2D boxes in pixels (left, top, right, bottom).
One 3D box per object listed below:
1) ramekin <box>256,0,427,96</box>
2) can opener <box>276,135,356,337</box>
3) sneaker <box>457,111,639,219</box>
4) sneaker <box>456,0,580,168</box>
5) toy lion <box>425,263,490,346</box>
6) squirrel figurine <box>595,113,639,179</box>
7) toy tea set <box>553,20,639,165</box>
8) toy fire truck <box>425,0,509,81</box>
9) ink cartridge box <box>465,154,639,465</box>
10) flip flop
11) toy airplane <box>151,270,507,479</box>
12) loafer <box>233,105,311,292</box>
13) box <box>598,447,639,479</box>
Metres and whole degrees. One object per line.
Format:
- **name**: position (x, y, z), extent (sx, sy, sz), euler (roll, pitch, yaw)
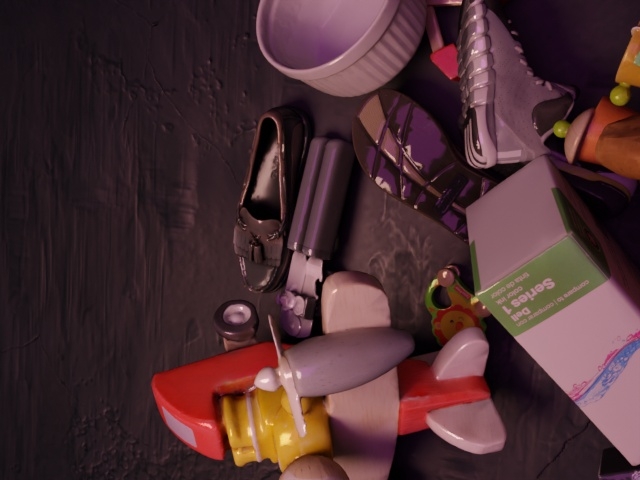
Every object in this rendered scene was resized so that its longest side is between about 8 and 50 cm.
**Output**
- **ramekin**: position (0.033, -0.277, 1.009), extent (0.207, 0.109, 0.207), euler (-14, 65, 32)
- **can opener**: position (0.000, 0.000, 1.113), extent (0.074, 0.093, 0.280), euler (18, 101, 52)
- **sneaker**: position (0.282, -0.111, 0.997), extent (0.235, 0.084, 0.097), euler (31, 77, 17)
- **sneaker**: position (0.231, -0.195, 0.948), extent (0.132, 0.086, 0.228), euler (-1, 83, -1)
- **toy lion**: position (0.178, 0.096, 1.074), extent (0.100, 0.034, 0.096), euler (40, 116, 13)
- **squirrel figurine**: position (0.505, 0.007, 0.756), extent (0.397, 0.281, 0.370), euler (24, 148, 45)
- **toy tea set**: position (0.328, -0.240, 0.854), extent (0.124, 0.200, 0.336), euler (24, 91, 19)
- **toy fire truck**: position (0.170, -0.311, 1.018), extent (0.135, 0.047, 0.192), euler (-32, 84, 23)
- **ink cartridge box**: position (0.289, 0.072, 0.884), extent (0.117, 0.201, 0.278), euler (-37, 108, 22)
- **flip flop**: position (0.155, -0.082, 1.041), extent (0.277, 0.080, 0.112), euler (36, 103, -2)
- **toy airplane**: position (0.031, 0.226, 0.982), extent (0.386, 0.272, 0.384), euler (39, 128, -24)
- **loafer**: position (-0.079, -0.053, 1.125), extent (0.096, 0.084, 0.267), euler (13, 101, 19)
- **box**: position (0.430, 0.323, 0.967), extent (0.158, 0.093, 0.156), euler (-16, 90, 23)
